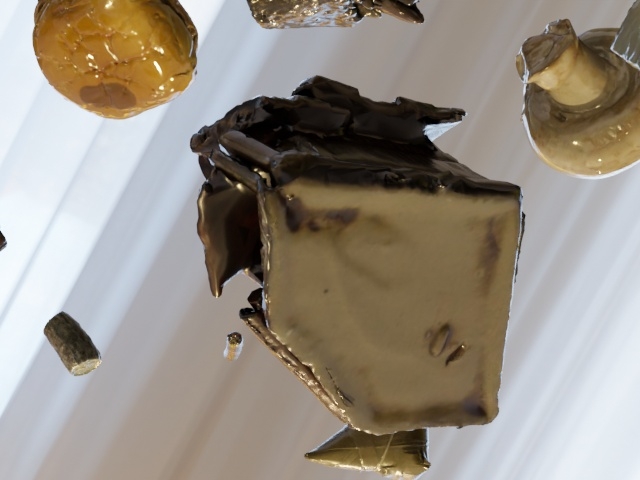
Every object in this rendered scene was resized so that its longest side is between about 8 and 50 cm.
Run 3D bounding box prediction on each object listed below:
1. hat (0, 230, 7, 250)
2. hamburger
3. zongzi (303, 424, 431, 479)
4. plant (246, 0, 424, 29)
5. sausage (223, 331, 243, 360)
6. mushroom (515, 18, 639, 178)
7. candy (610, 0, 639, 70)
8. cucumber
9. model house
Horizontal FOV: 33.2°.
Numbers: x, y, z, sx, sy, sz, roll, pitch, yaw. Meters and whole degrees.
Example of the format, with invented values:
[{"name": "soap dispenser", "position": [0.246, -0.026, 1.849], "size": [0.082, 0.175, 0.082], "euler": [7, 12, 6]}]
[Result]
[{"name": "hat", "position": [-0.635, -0.061, 1.608], "size": [0.336, 0.209, 0.238], "euler": [53, 155, 22]}, {"name": "hamburger", "position": [-0.375, -0.357, 1.925], "size": [0.319, 0.318, 0.158], "euler": [27, -137, -15]}, {"name": "zongzi", "position": [0.063, 0.226, 1.466], "size": [0.178, 0.189, 0.081], "euler": [13, 149, -18]}, {"name": "plant", "position": [0.040, -0.429, 1.709], "size": [0.321, 0.194, 0.181], "euler": [-9, 174, 13]}, {"name": "sausage", "position": [-0.134, 0.164, 1.648], "size": [0.028, 0.025, 0.198], "euler": [-5, 166, -9]}, {"name": "mushroom", "position": [0.483, -0.266, 1.921], "size": [0.290, 0.297, 0.297], "euler": [33, -179, -45]}, {"name": "candy", "position": [0.464, -0.227, 1.199], "size": [0.135, 0.179, 0.320], "euler": [21, -159, -14]}, {"name": "cucumber", "position": [-0.415, 0.170, 1.787], "size": [0.112, 0.064, 0.064], "euler": [51, -167, 21]}, {"name": "model house", "position": [0.000, 0.000, 0.961], "size": [0.317, 0.297, 0.282], "euler": [1, -151, -32]}]
